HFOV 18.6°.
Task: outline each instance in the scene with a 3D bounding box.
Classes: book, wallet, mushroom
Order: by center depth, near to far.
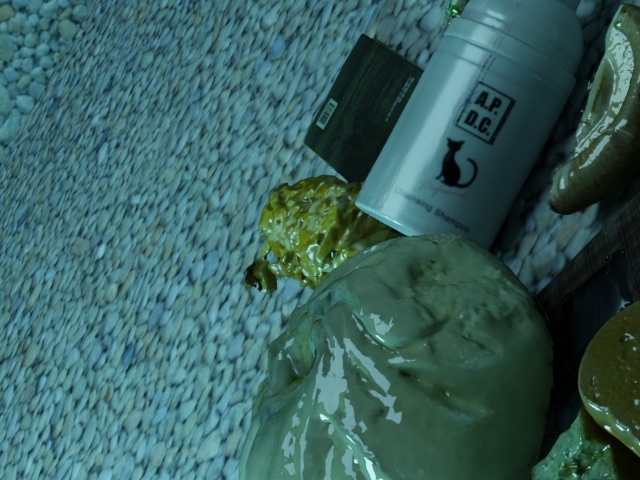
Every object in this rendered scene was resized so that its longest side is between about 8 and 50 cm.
[{"bbox_3d":[0.256,0.039,1.725,0.230,0.042,0.124,-46,28,31],"label":"wallet"},{"bbox_3d":[0.281,-0.116,1.803,0.094,0.072,0.210,-2,66,64],"label":"mushroom"},{"bbox_3d":[0.055,-0.153,2.331,0.160,0.024,0.228,-59,25,6],"label":"book"}]

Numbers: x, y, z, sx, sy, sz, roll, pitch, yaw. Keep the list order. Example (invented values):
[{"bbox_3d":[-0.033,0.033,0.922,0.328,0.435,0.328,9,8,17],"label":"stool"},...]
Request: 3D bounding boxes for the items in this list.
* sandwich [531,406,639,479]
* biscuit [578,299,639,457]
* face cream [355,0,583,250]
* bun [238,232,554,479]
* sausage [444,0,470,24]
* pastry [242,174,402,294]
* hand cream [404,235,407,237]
[{"bbox_3d":[0.222,0.207,1.561,0.090,0.088,0.244,-49,27,33],"label":"sandwich"},{"bbox_3d":[0.293,0.107,1.534,0.170,0.050,0.170,-15,46,16],"label":"biscuit"},{"bbox_3d":[0.180,-0.166,1.959,0.370,0.145,0.145,-63,25,0],"label":"face cream"},{"bbox_3d":[0.051,0.154,1.766,0.360,0.211,0.360,-52,25,37],"label":"bun"},{"bbox_3d":[0.215,-0.362,2.232,0.269,0.033,0.033,-60,25,4],"label":"sausage"},{"bbox_3d":[0.000,0.000,2.182,0.250,0.102,0.154,-2,65,64],"label":"pastry"},{"bbox_3d":[0.126,-0.044,2.074,0.143,0.039,0.061,-59,24,19],"label":"hand cream"}]
